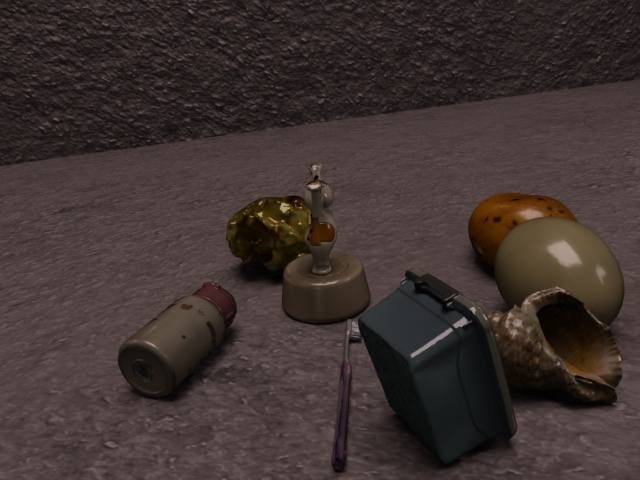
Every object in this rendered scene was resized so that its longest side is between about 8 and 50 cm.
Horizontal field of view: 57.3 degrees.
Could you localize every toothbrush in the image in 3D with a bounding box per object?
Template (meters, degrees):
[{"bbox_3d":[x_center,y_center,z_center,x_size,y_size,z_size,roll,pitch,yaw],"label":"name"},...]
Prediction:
[{"bbox_3d":[0.044,0.215,0.897,0.029,0.024,0.354,5,23,4],"label":"toothbrush"}]

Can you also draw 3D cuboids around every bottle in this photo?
[{"bbox_3d":[-0.227,0.156,0.994,0.110,0.110,0.233,4,24,22],"label":"bottle"}]

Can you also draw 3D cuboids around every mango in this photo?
[{"bbox_3d":[0.405,-0.024,1.220,0.191,0.159,0.290,-14,18,2],"label":"mango"}]

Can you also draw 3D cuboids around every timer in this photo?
[{"bbox_3d":[0.000,0.000,1.106,0.175,0.266,0.175,-5,23,2],"label":"timer"}]

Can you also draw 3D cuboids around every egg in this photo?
[{"bbox_3d":[0.394,0.060,0.975,0.186,0.186,0.241,-10,33,-10],"label":"egg"}]

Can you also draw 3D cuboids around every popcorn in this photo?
[{"bbox_3d":[-0.103,-0.010,1.291,0.218,0.169,0.189,-11,15,15],"label":"popcorn"}]

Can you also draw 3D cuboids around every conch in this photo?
[{"bbox_3d":[0.332,0.150,0.835,0.207,0.155,0.130,29,14,26],"label":"conch"}]

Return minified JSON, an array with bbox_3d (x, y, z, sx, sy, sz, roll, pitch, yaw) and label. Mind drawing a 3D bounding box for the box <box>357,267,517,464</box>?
[{"bbox_3d":[0.152,0.162,0.754,0.130,0.227,0.162,-29,29,-15],"label":"box"}]
